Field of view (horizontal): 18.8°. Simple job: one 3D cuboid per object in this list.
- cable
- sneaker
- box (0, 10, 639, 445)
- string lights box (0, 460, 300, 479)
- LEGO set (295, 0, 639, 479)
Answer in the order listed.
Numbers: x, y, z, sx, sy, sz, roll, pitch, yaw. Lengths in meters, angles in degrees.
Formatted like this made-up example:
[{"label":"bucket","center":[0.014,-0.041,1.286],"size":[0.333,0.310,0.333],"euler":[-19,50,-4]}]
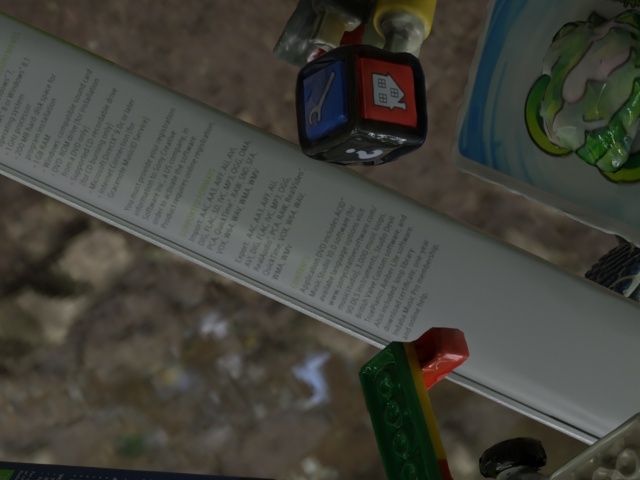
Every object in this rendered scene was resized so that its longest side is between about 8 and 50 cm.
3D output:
[{"label":"cable","center":[0.052,-0.196,1.144],"size":[0.072,0.287,0.139],"euler":[29,157,-15]},{"label":"sneaker","center":[0.198,0.022,1.147],"size":[0.052,0.058,0.135],"euler":[-30,-170,39]},{"label":"box","center":[0.000,0.000,0.773],"size":[0.232,0.322,0.058],"euler":[31,85,-89]},{"label":"string lights box","center":[-0.103,0.177,0.889],"size":[0.076,0.260,0.133],"euler":[61,40,-41]},{"label":"LEGO set","center":[0.065,0.042,0.349],"size":[0.060,0.244,0.182],"euler":[7,102,-36]}]
